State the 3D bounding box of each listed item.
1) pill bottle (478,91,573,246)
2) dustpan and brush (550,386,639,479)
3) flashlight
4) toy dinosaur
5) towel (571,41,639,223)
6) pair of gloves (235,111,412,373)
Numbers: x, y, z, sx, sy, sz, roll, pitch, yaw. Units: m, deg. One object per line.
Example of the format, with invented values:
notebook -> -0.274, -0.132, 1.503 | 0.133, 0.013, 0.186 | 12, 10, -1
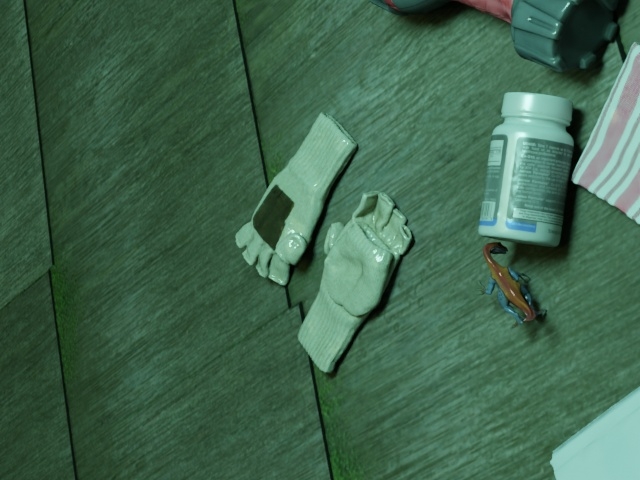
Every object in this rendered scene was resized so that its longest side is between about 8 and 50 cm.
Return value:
pill bottle -> 0.194, -0.066, 1.537 | 0.078, 0.078, 0.137 | 7, 88, 52
dustpan and brush -> 0.276, 0.224, 1.368 | 0.147, 0.060, 0.211 | -41, 26, 22
flashlight -> 0.154, -0.240, 1.611 | 0.304, 0.103, 0.103 | 36, 137, 48
toy dinosaur -> 0.180, 0.037, 1.547 | 0.082, 0.047, 0.090 | 63, 167, 3
towel -> 0.306, -0.078, 1.438 | 0.197, 0.029, 0.144 | 41, 114, 48
pair of gloves -> 0.000, 0.000, 1.801 | 0.204, 0.042, 0.240 | -56, 45, 28
